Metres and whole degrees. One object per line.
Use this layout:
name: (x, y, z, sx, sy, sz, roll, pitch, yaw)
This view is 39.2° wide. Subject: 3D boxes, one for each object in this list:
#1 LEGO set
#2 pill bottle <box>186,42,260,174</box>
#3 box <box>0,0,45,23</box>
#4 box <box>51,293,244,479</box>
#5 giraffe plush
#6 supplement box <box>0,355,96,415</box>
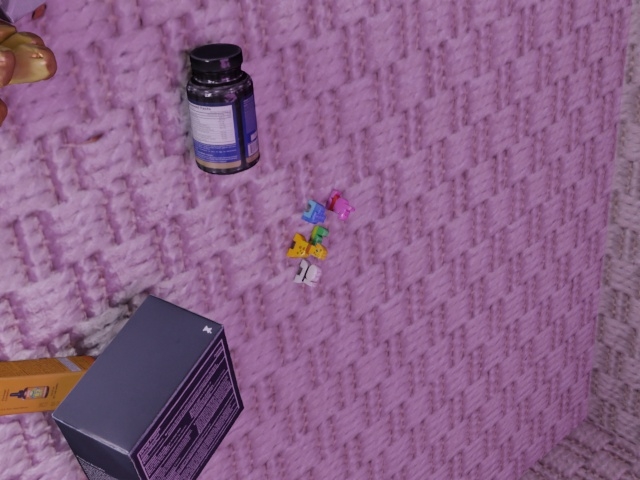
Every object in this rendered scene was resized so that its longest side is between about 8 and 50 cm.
LEGO set: (0.000, 0.000, 1.975, 0.087, 0.093, 0.227, 17, 97, -49)
pill bottle: (-0.179, -0.240, 1.641, 0.123, 0.123, 0.219, -26, 127, -35)
box: (-0.422, -0.461, 1.324, 0.231, 0.056, 0.183, -43, 135, -21)
box: (-0.305, 0.314, 1.670, 0.296, 0.183, 0.294, -55, 156, -34)
giraffe plush: (-0.503, -0.216, 1.298, 0.210, 0.181, 0.170, -4, 121, -36)
supplement box: (-0.500, 0.257, 1.605, 0.233, 0.080, 0.078, 3, 107, -49)
